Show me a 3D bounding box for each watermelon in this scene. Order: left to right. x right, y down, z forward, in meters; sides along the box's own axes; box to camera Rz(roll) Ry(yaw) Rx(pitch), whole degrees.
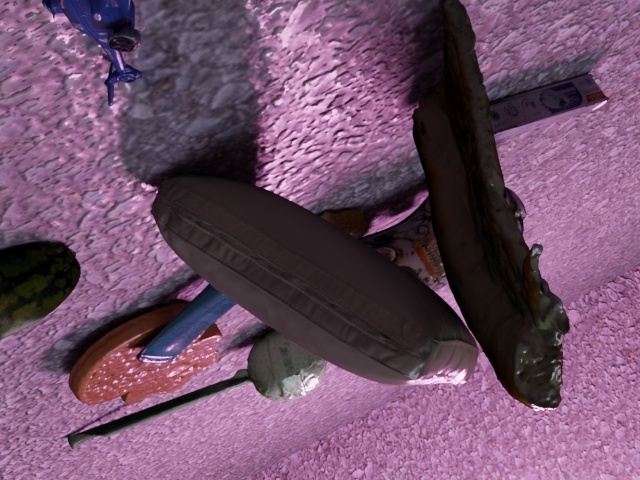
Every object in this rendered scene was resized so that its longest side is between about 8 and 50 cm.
[{"bbox_3d":[-0.310,0.042,1.015,0.163,0.087,0.069,-25,126,-15],"label":"watermelon"}]

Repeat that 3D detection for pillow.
[{"bbox_3d":[0.000,0.045,1.064,0.120,0.322,0.255,-61,159,1],"label":"pillow"}]

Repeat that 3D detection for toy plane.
[{"bbox_3d":[-0.150,-0.146,0.722,0.062,0.054,0.167,-2,160,1],"label":"toy plane"}]

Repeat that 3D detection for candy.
[{"bbox_3d":[-0.202,0.251,1.715,0.440,0.119,0.119,-19,162,0],"label":"candy"}]

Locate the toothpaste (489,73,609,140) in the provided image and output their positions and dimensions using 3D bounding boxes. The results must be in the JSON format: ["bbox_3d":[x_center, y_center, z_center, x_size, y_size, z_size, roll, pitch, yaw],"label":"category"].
[{"bbox_3d":[0.265,-0.159,1.296,0.196,0.047,0.040,-19,157,-28],"label":"toothpaste"}]

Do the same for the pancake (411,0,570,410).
[{"bbox_3d":[0.149,-0.020,1.004,0.067,0.427,0.305,-11,147,2],"label":"pancake"}]

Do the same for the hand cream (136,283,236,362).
[{"bbox_3d":[-0.138,0.083,1.335,0.224,0.048,0.083,-42,157,18],"label":"hand cream"}]

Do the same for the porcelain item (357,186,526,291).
[{"bbox_3d":[0.138,0.014,1.439,0.288,0.138,0.186,-32,-169,-5],"label":"porcelain item"}]

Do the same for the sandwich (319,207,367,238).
[{"bbox_3d":[0.000,0.000,1.366,0.093,0.036,0.105,-10,157,-46],"label":"sandwich"}]

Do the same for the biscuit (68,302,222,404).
[{"bbox_3d":[-0.231,0.157,1.448,0.202,0.044,0.289,-38,162,9],"label":"biscuit"}]
